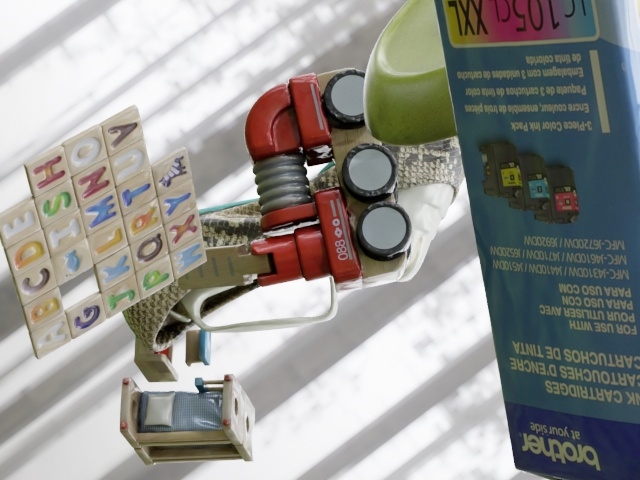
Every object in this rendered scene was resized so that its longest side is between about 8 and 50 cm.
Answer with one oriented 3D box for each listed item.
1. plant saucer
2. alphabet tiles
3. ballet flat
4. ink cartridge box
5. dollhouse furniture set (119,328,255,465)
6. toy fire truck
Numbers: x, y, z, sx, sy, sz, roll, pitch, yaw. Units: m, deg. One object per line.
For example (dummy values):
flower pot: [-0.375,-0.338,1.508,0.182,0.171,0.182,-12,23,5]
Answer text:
plant saucer: [0.122,-0.156,1.292,0.037,0.241,0.241,53,-6,-24]
alphabet tiles: [-0.202,-0.014,1.763,0.009,0.198,0.237,44,-26,35]
ballet flat: [0.000,0.000,2.127,0.164,0.483,0.182,62,5,-67]
ink cartridge box: [0.235,-0.016,1.126,0.151,0.270,0.395,8,-68,53]
dollhouse furniture set: [-0.149,0.148,2.161,0.129,0.129,0.183,69,20,-64]
toy fire truck: [-0.043,-0.041,1.947,0.158,0.246,0.217,81,-4,-78]
